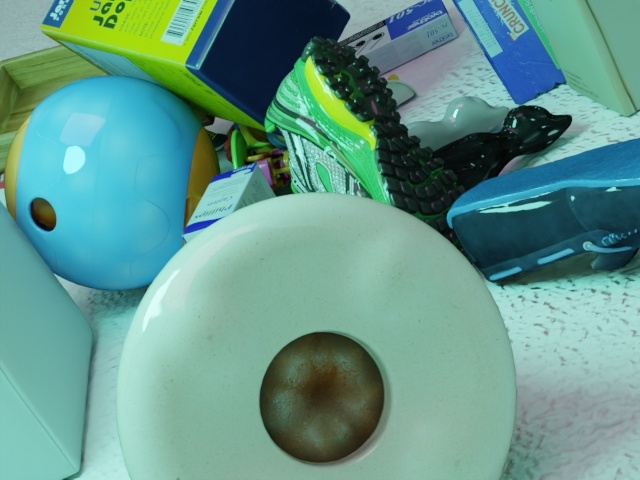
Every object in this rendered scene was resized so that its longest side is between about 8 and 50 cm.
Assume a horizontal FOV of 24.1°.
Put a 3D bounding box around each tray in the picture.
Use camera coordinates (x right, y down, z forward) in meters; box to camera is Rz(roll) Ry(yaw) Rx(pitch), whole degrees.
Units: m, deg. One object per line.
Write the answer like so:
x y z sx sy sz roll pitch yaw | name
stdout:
-0.338 -0.227 2.303 0.411 0.076 0.203 -11 45 24 | tray

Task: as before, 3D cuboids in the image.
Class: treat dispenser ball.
-0.277 -0.077 2.006 0.288 0.288 0.288 -24 26 13 | treat dispenser ball

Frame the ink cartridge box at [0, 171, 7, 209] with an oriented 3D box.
-0.579 0.034 2.304 0.306 0.131 0.226 -28 25 5 | ink cartridge box

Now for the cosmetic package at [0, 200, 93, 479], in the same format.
-0.529 0.157 1.801 0.394 0.327 0.329 -27 26 8 | cosmetic package

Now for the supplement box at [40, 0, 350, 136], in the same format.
-0.174 -0.296 2.023 0.356 0.194 0.195 19 80 43 | supplement box

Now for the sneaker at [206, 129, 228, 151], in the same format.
-0.177 -0.158 2.342 0.083 0.035 0.031 -4 36 42 | sneaker

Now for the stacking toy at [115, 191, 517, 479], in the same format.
-0.044 0.137 1.465 0.351 0.350 0.480 -36 7 -12 | stacking toy

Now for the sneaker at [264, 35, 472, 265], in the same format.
0.055 -0.064 1.712 0.146 0.134 0.343 -49 57 33 | sneaker

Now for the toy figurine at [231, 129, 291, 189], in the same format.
-0.025 -0.102 2.035 0.159 0.130 0.173 -12 4 7 | toy figurine

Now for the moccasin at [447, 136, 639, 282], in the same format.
0.295 -0.030 1.534 0.342 0.117 0.138 -10 20 45 | moccasin

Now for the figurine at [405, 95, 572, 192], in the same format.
0.175 -0.116 1.858 0.209 0.092 0.215 -31 24 -20 | figurine

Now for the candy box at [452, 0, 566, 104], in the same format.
0.228 -0.367 2.031 0.122 0.268 0.317 -28 26 12 | candy box

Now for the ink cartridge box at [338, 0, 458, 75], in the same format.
0.102 -0.300 2.297 0.207 0.046 0.097 -25 27 9 | ink cartridge box

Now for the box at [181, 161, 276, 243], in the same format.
-0.098 -0.004 1.875 0.072 0.126 0.137 -15 29 25 | box

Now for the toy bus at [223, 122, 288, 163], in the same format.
-0.059 -0.184 2.152 0.211 0.149 0.220 -55 26 17 | toy bus

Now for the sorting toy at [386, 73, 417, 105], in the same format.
0.088 -0.206 2.159 0.083 0.045 0.075 -33 7 -6 | sorting toy

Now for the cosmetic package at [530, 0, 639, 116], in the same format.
0.319 -0.318 1.796 0.113 0.309 0.160 -33 25 -5 | cosmetic package
